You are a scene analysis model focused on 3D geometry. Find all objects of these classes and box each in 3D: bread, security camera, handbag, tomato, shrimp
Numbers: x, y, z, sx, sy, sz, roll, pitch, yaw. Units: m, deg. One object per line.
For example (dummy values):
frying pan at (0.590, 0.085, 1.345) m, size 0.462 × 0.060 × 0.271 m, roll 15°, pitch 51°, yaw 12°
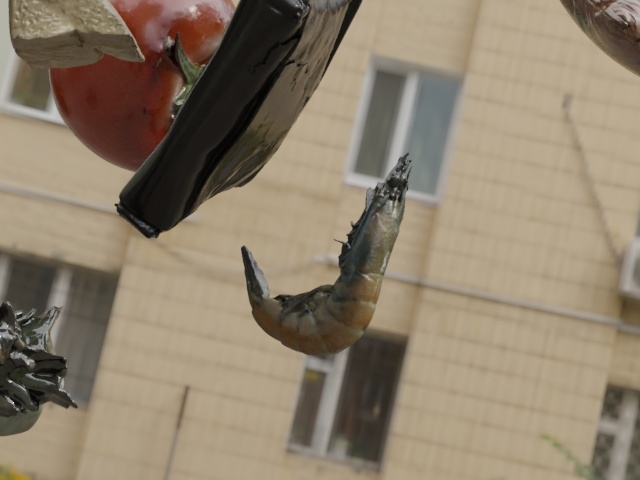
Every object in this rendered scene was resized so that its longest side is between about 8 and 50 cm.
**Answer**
bread at (-0.208, -0.223, 1.336) m, size 0.105 × 0.152 × 0.077 m, roll -5°, pitch -13°, yaw 2°
security camera at (-0.302, 0.162, 1.592) m, size 0.058 × 0.058 × 0.092 m, roll 18°, pitch -52°, yaw -33°
handbag at (-0.060, -0.121, 1.321) m, size 0.080 × 0.247 × 0.223 m, roll 34°, pitch 20°, yaw 1°
tomato at (-0.203, -0.211, 1.899) m, size 0.224 × 0.256 × 0.256 m, roll 25°, pitch -3°, yaw 25°
shrimp at (0.000, 0.000, 1.846) m, size 0.198 × 0.262 × 0.051 m, roll 19°, pitch -5°, yaw 30°

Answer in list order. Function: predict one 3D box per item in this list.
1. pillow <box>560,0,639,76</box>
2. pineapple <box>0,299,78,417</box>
pillow at (0.397, -0.277, 2.053) m, size 0.223 × 0.084 × 0.236 m, roll 35°, pitch 13°, yaw -40°
pineapple at (-0.341, 0.094, 1.134) m, size 0.202 × 0.202 × 0.362 m, roll 4°, pitch -3°, yaw 45°
